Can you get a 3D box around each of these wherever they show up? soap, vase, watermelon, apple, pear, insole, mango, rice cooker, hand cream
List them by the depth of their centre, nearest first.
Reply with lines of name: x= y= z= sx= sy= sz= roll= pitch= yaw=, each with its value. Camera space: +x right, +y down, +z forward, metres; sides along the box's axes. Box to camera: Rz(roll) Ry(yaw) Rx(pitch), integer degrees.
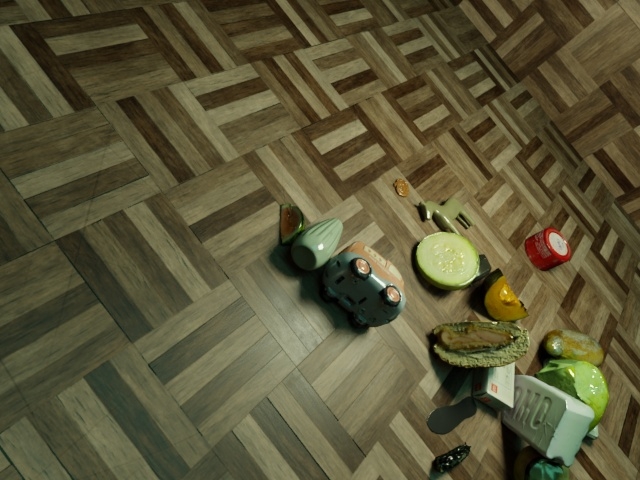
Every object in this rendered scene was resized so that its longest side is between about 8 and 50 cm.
vase: x=0.000 y=0.000 z=1.599 sx=0.128 sy=0.128 sz=0.248 roll=47 pitch=38 yaw=-2
watermelon: x=-0.084 y=-0.061 z=1.608 sx=0.087 sy=0.069 sz=0.163 roll=14 pitch=56 yaw=-28
apple: x=0.752 y=0.809 z=1.609 sx=0.207 sy=0.174 sz=0.188 roll=3 pitch=89 yaw=-39
insole: x=0.458 y=0.603 z=1.637 sx=0.253 sy=0.005 sz=0.086 roll=-6 pitch=69 yaw=-36
soap: x=0.765 y=0.602 z=1.660 sx=0.115 sy=0.347 sz=0.208 roll=27 pitch=89 yaw=-8
pear: x=1.019 y=0.595 z=1.850 sx=0.282 sy=0.176 sz=0.286 roll=0 pitch=64 yaw=-33
rice cooker: x=0.630 y=0.118 z=1.957 sx=0.165 sy=0.112 sz=0.106 roll=-33 pitch=91 yaw=-35
mango: x=1.072 y=0.466 z=2.028 sx=0.316 sy=0.146 sz=0.192 roll=11 pitch=30 yaw=-23
hand cream: x=1.110 y=0.042 z=2.316 sx=0.193 sy=0.125 sz=0.193 roll=14 pitch=59 yaw=-25

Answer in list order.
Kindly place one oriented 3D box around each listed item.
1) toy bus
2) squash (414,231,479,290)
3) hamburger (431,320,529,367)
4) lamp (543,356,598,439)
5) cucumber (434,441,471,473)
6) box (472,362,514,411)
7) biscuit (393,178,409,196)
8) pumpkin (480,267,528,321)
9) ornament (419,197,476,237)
toy bus: x=0.152 y=0.136 z=1.591 sx=0.288 sy=0.194 sz=0.232 roll=40 pitch=37 yaw=-7
squash: x=0.499 y=0.074 z=1.871 sx=0.252 sy=0.049 sz=0.252 roll=1 pitch=60 yaw=-2
hamburger: x=0.588 y=0.370 z=1.686 sx=0.209 sy=0.330 sz=0.162 roll=21 pitch=62 yaw=-51
lamp: x=1.034 y=0.652 z=1.966 sx=0.267 sy=0.047 sz=0.269 roll=27 pitch=52 yaw=-14
cucumber: x=0.430 y=0.702 z=1.533 sx=0.182 sy=0.053 sz=0.053 roll=-6 pitch=68 yaw=-37
box: x=0.656 y=0.491 z=1.784 sx=0.135 sy=0.079 sz=0.269 roll=33 pitch=51 yaw=-14
biscuit: x=0.347 y=-0.228 z=2.027 sx=0.078 sy=0.015 sz=0.091 roll=19 pitch=55 yaw=-25
pumpkin: x=0.724 y=0.212 z=1.966 sx=0.312 sy=0.148 sz=0.169 roll=50 pitch=14 yaw=-35
ornament: x=0.545 y=-0.109 z=2.062 sx=0.245 sy=0.061 sz=0.230 roll=50 pitch=51 yaw=-2
